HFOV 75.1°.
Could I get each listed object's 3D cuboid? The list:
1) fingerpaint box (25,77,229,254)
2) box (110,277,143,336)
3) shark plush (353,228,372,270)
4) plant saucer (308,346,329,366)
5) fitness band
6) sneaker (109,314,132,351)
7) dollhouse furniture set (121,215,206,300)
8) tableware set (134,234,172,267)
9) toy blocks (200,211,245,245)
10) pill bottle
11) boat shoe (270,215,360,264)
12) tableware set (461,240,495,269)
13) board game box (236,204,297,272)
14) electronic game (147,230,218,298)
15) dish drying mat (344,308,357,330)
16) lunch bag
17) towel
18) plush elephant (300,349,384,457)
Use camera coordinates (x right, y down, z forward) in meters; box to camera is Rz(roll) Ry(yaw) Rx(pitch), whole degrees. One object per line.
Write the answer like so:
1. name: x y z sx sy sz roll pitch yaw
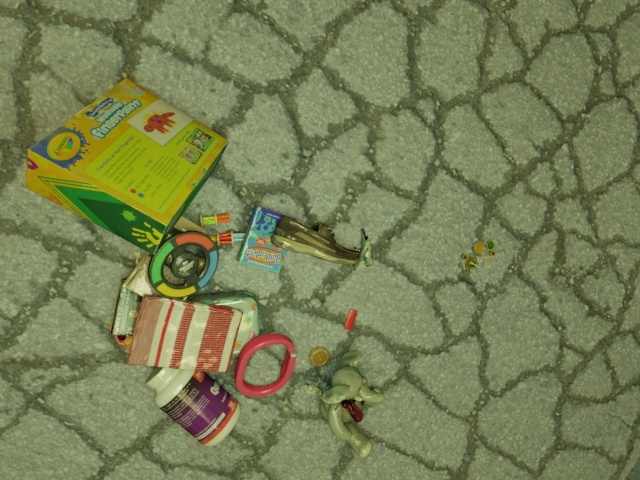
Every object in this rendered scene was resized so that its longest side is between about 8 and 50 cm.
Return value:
1. fingerpaint box: -0.541 -0.233 1.240 0.371 0.444 0.163 30 133 -14
2. box: -0.595 0.233 1.418 0.184 0.045 0.190 12 76 -31
3. shark plush: 0.159 0.038 1.599 0.067 0.073 0.161 1 103 19
4. plant saucer: -0.003 0.457 1.626 0.083 0.015 0.083 -1 96 -11
5. fitness band: -0.201 0.459 1.515 0.209 0.054 0.290 3 122 -24
6. sneaker: -0.655 0.347 1.439 0.081 0.094 0.208 -41 103 -5
7. dollhouse furniture set: -0.538 0.085 1.338 0.303 0.174 0.355 34 70 -20
8. tableware set: -0.584 0.026 1.448 0.128 0.039 0.194 -2 96 -11
9. toy blocks: -0.346 -0.043 1.483 0.148 0.054 0.123 -6 95 -13
10. pill bottle: -0.446 0.553 1.459 0.181 0.181 0.323 -44 103 -4
11. boat shoe: 0.000 0.000 1.502 0.355 0.132 0.130 16 89 -29
12. tableware set: 0.653 0.061 1.717 0.154 0.024 0.104 -13 98 -10
13. board game box: -0.193 -0.003 1.505 0.160 0.047 0.210 17 93 -27
14. electronic game: -0.422 0.077 1.298 0.229 0.048 0.229 -24 129 -34
15. dish drying mat: 0.119 0.312 1.640 0.032 0.008 0.083 18 93 -12
16. lunch bag: -0.361 0.305 1.489 0.279 0.108 0.224 -5 100 -10
17. towel: -0.439 0.317 1.375 0.329 0.037 0.237 13 96 -22
18. plush elephant: 0.111 0.562 1.524 0.330 0.272 0.255 31 134 2
